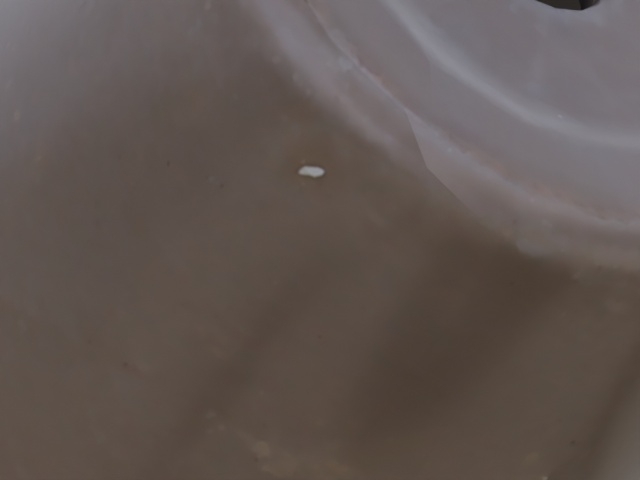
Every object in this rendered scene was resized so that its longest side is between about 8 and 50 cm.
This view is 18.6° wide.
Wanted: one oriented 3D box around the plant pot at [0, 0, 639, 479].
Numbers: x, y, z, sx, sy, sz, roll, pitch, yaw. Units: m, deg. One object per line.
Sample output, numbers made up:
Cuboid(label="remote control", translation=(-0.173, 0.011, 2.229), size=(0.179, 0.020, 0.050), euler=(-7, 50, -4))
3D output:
Cuboid(label="plant pot", translation=(0.000, 0.000, 0.469), size=(0.263, 0.263, 0.229), euler=(-15, -25, -37))
